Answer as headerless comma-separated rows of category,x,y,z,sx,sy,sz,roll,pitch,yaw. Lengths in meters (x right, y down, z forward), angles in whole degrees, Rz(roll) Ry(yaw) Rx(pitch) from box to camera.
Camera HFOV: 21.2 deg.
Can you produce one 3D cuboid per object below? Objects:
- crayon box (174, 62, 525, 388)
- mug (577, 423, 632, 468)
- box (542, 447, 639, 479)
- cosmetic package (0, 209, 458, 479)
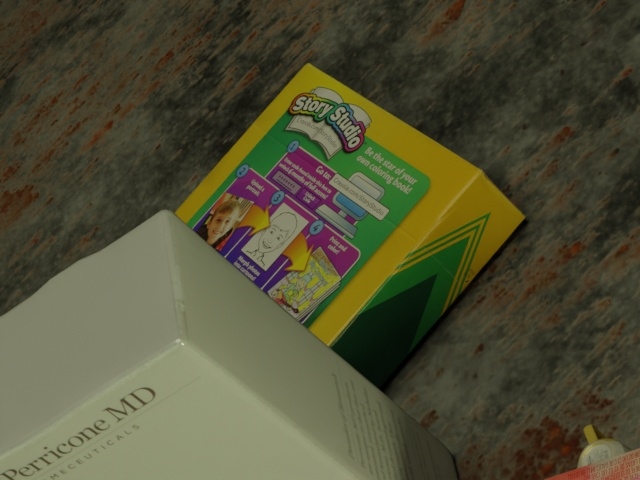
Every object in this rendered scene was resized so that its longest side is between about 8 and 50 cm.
crayon box,0.000,0.000,1.887,0.313,0.106,0.363,-48,39,-3
mug,0.254,0.204,1.517,0.078,0.064,0.062,22,75,50
box,0.195,0.298,1.423,0.300,0.154,0.142,-23,45,26
cosmetic package,-0.076,0.196,1.514,0.230,0.453,0.161,-32,41,19
